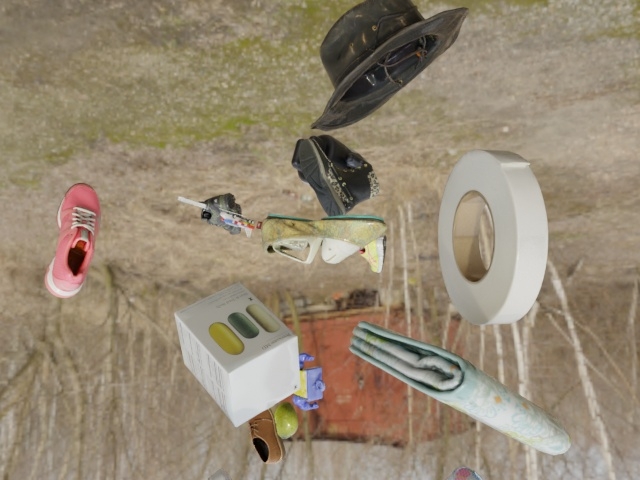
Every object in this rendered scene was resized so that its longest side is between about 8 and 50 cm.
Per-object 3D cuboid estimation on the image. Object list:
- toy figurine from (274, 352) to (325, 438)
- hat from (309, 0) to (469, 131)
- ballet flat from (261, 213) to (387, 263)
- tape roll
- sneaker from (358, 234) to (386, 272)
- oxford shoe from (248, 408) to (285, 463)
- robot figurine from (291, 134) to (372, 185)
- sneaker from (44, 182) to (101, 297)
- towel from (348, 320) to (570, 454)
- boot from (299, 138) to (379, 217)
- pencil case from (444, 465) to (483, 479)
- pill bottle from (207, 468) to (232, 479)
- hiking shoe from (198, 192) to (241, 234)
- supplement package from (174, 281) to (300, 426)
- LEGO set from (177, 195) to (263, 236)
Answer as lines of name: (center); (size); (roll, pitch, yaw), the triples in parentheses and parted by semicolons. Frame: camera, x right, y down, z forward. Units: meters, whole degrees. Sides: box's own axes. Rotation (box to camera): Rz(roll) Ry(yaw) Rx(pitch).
toy figurine: (-0.081, 0.505, 2.219); (0.217, 0.362, 0.191); (-2, 179, 40)
hat: (0.088, -0.331, 1.149); (0.331, 0.133, 0.331); (-35, 176, -3)
ballet flat: (0.000, 0.000, 1.568); (0.349, 0.123, 0.123); (3, 173, 35)
tape roll: (0.367, -0.008, 1.467); (0.072, 0.391, 0.392); (-1, 170, -13)
sneaker: (0.176, 0.039, 2.277); (0.094, 0.081, 0.208); (7, 148, 8)
oxford shoe: (-0.170, 0.518, 1.844); (0.076, 0.212, 0.076); (-43, 153, 23)
robot figurine: (0.040, -0.231, 2.112); (0.278, 0.173, 0.209); (26, -161, -37)
sneaker: (-0.612, -0.012, 1.708); (0.116, 0.313, 0.136); (17, 154, -32)
towel: (0.263, 0.279, 1.319); (0.321, 0.090, 0.374); (30, 174, -29)
boot: (0.054, -0.192, 1.863); (0.179, 0.236, 0.085); (-27, -178, -35)
pencil case: (0.313, 0.699, 1.719); (0.124, 0.113, 0.273); (-5, 139, -47)
pill bottle: (-0.265, 0.582, 1.388); (0.209, 0.119, 0.119); (-35, 175, -11)
hiking shoe: (-0.309, -0.083, 2.059); (0.114, 0.086, 0.227); (-2, 156, 3)
supplement package: (-0.207, 0.279, 1.677); (0.199, 0.198, 0.263); (-25, -137, -28)
LEGO set: (-0.268, -0.061, 1.829); (0.245, 0.060, 0.182); (17, 179, -5)
